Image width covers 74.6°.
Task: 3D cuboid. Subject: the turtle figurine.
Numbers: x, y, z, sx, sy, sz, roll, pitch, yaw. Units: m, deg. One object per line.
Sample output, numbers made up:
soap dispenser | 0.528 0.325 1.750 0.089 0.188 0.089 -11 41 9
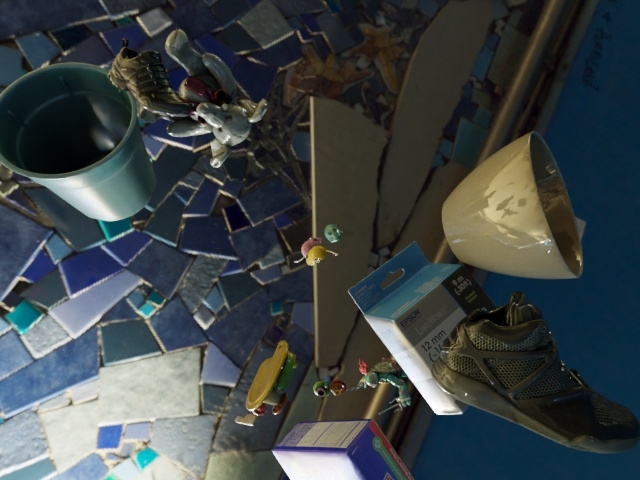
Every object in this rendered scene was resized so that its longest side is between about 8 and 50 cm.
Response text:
turtle figurine | 0.199 0.393 1.191 0.175 0.234 0.118 22 -66 55

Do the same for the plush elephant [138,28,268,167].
plush elephant | -0.309 -0.372 1.212 0.255 0.330 0.272 45 -75 35

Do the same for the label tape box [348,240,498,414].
label tape box | 0.270 0.182 0.984 0.249 0.348 0.115 -32 171 -26

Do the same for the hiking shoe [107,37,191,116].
hiking shoe | -0.389 -0.372 0.966 0.114 0.226 0.086 -61 173 25

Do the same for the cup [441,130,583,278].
cup | 0.432 -0.054 0.986 0.236 0.331 0.331 -18 -144 40

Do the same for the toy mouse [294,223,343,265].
toy mouse | 0.000 0.000 0.967 0.161 0.031 0.143 -26 -155 43

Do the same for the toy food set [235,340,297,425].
toy food set | -0.110 0.348 0.992 0.128 0.071 0.218 -36 -158 48

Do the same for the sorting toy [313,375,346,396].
sorting toy | 0.025 0.439 1.238 0.101 0.061 0.042 -14 -167 9

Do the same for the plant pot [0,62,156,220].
plant pot | -0.626 -0.234 1.156 0.341 0.341 0.334 -62 173 -21

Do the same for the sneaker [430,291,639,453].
sneaker | 0.253 0.141 0.464 0.087 0.227 0.130 -35 146 -75

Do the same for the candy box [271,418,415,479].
candy box | 0.066 0.581 1.024 0.122 0.268 0.317 -35 -177 -42
